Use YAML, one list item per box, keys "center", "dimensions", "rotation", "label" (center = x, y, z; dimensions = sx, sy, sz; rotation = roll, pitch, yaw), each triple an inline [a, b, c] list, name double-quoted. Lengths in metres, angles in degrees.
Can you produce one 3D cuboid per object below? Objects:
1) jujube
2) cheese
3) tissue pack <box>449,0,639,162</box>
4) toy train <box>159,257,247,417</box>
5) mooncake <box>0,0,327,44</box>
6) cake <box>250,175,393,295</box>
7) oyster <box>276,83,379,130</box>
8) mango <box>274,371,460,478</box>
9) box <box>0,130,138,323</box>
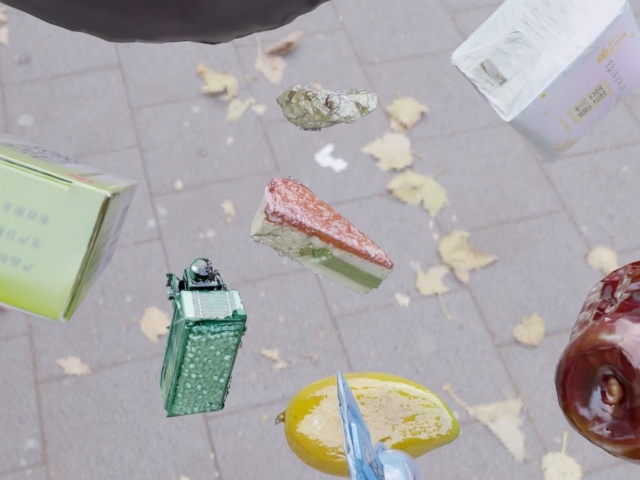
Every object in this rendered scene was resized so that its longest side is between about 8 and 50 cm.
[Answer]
- center: [0.284, 0.101, 0.785]
  dimensions: [0.255, 0.190, 0.190]
  rotation: [-11, 44, -48]
  label: "jujube"
- center: [0.060, 0.220, 0.823]
  dimensions: [0.052, 0.245, 0.135]
  rotation: [-19, 44, 9]
  label: "cheese"
- center: [0.282, -0.210, 1.154]
  dimensions: [0.185, 0.225, 0.124]
  rotation: [-43, 66, 14]
  label: "tissue pack"
- center: [-0.192, 0.153, 1.566]
  dimensions: [0.115, 0.269, 0.154]
  rotation: [-3, 44, -24]
  label: "toy train"
- center: [-0.130, -0.296, 0.582]
  dimensions: [0.350, 0.381, 0.212]
  rotation: [-31, 35, 34]
  label: "mooncake"
- center: [-0.002, -0.014, 1.468]
  dimensions: [0.220, 0.086, 0.117]
  rotation: [23, 39, -20]
  label: "cake"
- center: [0.004, -0.134, 0.888]
  dimensions: [0.083, 0.038, 0.081]
  rotation: [-24, 35, -9]
  label: "oyster"
- center: [0.074, 0.308, 1.634]
  dimensions: [0.316, 0.119, 0.176]
  rotation: [-7, 78, 14]
  label: "mango"
- center: [-0.190, -0.031, 0.500]
  dimensions: [0.175, 0.260, 0.062]
  rotation: [20, 91, -9]
  label: "box"
